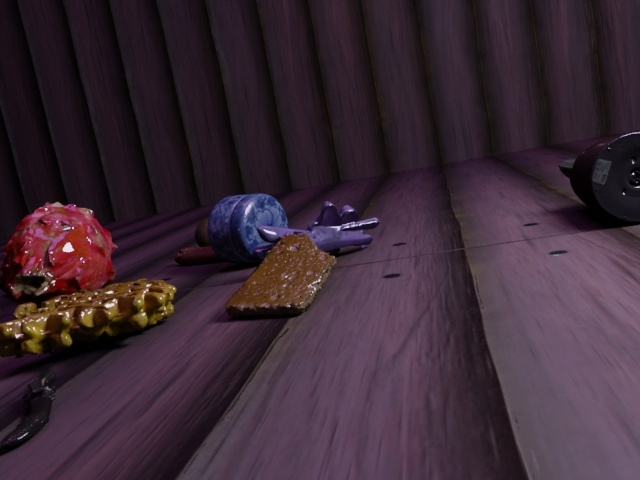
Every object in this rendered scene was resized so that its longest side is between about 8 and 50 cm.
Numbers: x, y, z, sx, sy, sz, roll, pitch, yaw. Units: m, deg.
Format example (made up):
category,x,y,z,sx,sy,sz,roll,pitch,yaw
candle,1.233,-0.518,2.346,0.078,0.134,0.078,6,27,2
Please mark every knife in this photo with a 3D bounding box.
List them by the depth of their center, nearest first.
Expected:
category,x,y,z,sx,sy,sz,roll,pitch,yaw
knife,-0.309,0.173,0.678,0.045,0.021,0.222,-15,11,-12

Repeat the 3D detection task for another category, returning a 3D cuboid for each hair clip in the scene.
category,x,y,z,sx,sy,sz,roll,pitch,yaw
hair clip,-0.011,-0.007,1.160,0.278,0.137,0.090,-19,48,-38

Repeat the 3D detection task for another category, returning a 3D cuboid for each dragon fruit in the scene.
category,x,y,z,sx,sy,sz,roll,pitch,yaw
dragon fruit,-0.494,0.039,1.164,0.210,0.205,0.268,15,15,-6

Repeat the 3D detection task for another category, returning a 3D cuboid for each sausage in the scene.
category,x,y,z,sx,sy,sz,roll,pitch,yaw
sausage,-0.262,0.031,1.425,0.186,0.043,0.043,-7,10,24

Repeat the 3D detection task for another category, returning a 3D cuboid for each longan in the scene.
category,x,y,z,sx,sy,sz,roll,pitch,yaw
longan,-0.251,-0.014,1.521,0.113,0.092,0.113,-4,-2,0

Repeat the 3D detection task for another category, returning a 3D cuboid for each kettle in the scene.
category,x,y,z,sx,sy,sz,roll,pitch,yaw
kettle,0.545,-0.113,1.097,0.202,0.144,0.232,10,9,7

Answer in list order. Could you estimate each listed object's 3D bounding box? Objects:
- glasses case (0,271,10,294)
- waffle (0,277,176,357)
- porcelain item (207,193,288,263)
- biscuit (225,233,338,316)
category,x,y,z,sx,sy,sz,roll,pitch,yaw
glasses case,-0.681,0.092,1.451,0.103,0.067,0.266,-20,12,-38
waffle,-0.349,0.115,0.951,0.259,0.069,0.293,-11,6,-15
porcelain item,-0.147,-0.024,1.295,0.114,0.147,0.147,-1,13,39
biscuit,-0.043,0.049,0.962,0.131,0.026,0.237,-3,25,23
